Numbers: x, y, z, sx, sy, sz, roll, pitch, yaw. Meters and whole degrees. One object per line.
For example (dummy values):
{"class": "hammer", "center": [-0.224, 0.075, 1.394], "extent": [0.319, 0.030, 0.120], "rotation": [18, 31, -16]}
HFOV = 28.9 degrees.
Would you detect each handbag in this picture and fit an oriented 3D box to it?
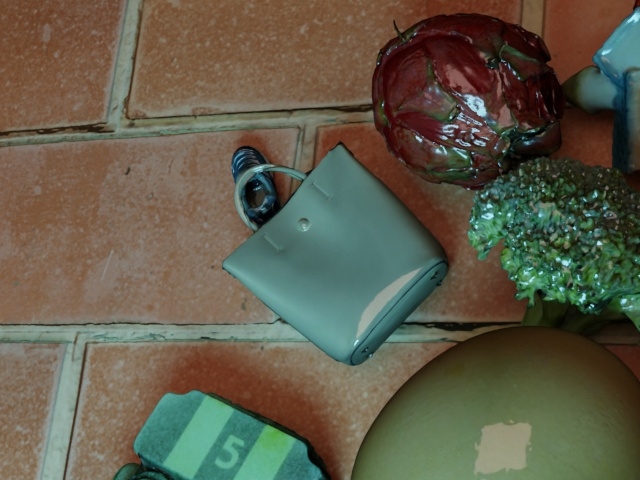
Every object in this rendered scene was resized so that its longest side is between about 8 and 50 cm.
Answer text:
{"class": "handbag", "center": [0.000, 0.000, 1.674], "extent": [0.315, 0.109, 0.241], "rotation": [43, 86, 15]}

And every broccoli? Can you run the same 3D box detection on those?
{"class": "broccoli", "center": [0.328, 0.025, 1.494], "extent": [0.235, 0.260, 0.288], "rotation": [-34, 62, -9]}

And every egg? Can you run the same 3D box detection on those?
{"class": "egg", "center": [0.206, 0.265, 1.411], "extent": [0.374, 0.301, 0.301], "rotation": [-42, 60, 15]}

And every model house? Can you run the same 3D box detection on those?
{"class": "model house", "center": [0.457, -0.193, 1.574], "extent": [0.325, 0.194, 0.267], "rotation": [7, 101, 49]}

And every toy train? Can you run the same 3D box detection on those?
{"class": "toy train", "center": [-0.125, 0.337, 1.608], "extent": [0.299, 0.167, 0.238], "rotation": [23, 70, 27]}

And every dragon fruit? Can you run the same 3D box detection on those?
{"class": "dragon fruit", "center": [0.197, -0.186, 1.624], "extent": [0.244, 0.244, 0.299], "rotation": [-52, 44, -4]}

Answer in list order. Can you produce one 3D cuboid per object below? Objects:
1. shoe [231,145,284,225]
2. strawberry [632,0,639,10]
{"class": "shoe", "center": [-0.097, -0.080, 1.803], "extent": [0.064, 0.071, 0.143], "rotation": [-28, 61, 10]}
{"class": "strawberry", "center": [0.479, -0.324, 1.678], "extent": [0.104, 0.048, 0.152], "rotation": [5, 68, 30]}
